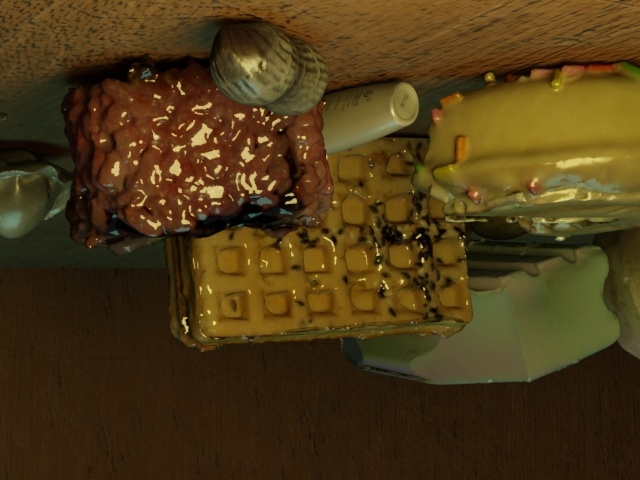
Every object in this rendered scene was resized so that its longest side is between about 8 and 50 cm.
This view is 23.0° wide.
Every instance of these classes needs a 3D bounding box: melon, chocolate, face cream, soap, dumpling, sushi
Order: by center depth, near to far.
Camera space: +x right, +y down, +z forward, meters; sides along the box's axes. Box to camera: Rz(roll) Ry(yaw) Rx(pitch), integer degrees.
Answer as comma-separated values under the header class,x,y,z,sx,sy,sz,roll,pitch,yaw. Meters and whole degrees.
class,x,y,z,sx,sy,sz,roll,pitch,yaw
chocolate,-0.044,-0.146,1.348,0.072,0.072,0.167,-4,175,19
sushi,-0.117,-0.077,1.537,0.270,0.171,0.236,-5,175,-12
face cream,0.022,-0.124,1.620,0.182,0.072,0.051,-11,137,44
dumpling,-0.373,-0.067,1.969,0.127,0.108,0.188,-27,158,3
soap,0.195,0.100,2.322,0.261,0.156,0.446,-20,-167,-30
melon,0.272,-0.049,2.325,0.130,0.098,0.098,-10,170,42

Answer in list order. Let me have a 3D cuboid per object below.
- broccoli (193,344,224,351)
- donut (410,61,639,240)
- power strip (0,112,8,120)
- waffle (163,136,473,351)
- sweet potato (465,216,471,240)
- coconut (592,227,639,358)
class,x,y,z,sx,sy,sz,roll,pitch,yaw
broccoli,-0.125,0.030,2.341,0.235,0.260,0.288,16,123,-28
donut,0.284,-0.089,1.628,0.307,0.150,0.371,-5,174,26
power strip,-0.458,-0.123,1.648,0.268,0.034,0.092,-2,174,5
waffle,0.000,0.000,1.897,0.376,0.261,0.114,0,169,-25
sweet potato,0.116,-0.025,2.270,0.158,0.158,0.369,-1,176,-7
coconut,0.567,0.037,2.232,0.352,0.353,0.352,-2,175,0
